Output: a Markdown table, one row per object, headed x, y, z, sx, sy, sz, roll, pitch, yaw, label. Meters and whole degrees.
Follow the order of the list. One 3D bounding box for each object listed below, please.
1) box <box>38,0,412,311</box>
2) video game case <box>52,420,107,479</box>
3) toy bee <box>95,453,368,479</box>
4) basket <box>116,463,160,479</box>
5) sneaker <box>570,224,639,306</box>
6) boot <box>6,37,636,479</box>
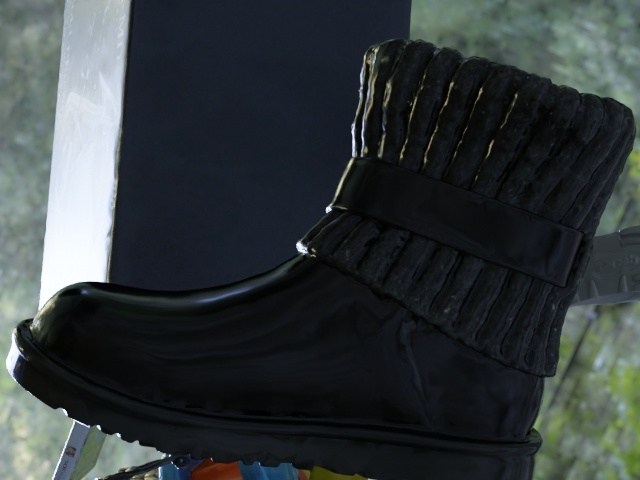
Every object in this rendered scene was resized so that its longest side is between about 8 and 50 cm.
| x | y | z | sx | sy | sz | roll | pitch | yaw | label |
| --- | --- | --- | --- | --- | --- | --- | --- | --- | --- |
| -0.119 | -0.084 | 1.732 | 0.297 | 0.480 | 0.472 | 6 | 172 | -18 | box |
| -0.305 | 0.233 | 2.211 | 0.026 | 0.206 | 0.227 | 21 | -177 | 1 | video game case |
| -0.073 | 0.232 | 1.295 | 0.195 | 0.162 | 0.298 | -21 | 177 | 44 | toy bee |
| -0.151 | 0.308 | 1.783 | 0.167 | 0.103 | 0.113 | -13 | 140 | 30 | basket |
| 0.287 | 0.034 | 1.667 | 0.235 | 0.090 | 0.095 | 0 | 171 | 39 | sneaker |
| 0.001 | -0.001 | 0.978 | 0.348 | 0.260 | 0.131 | 10 | -171 | -8 | boot |
